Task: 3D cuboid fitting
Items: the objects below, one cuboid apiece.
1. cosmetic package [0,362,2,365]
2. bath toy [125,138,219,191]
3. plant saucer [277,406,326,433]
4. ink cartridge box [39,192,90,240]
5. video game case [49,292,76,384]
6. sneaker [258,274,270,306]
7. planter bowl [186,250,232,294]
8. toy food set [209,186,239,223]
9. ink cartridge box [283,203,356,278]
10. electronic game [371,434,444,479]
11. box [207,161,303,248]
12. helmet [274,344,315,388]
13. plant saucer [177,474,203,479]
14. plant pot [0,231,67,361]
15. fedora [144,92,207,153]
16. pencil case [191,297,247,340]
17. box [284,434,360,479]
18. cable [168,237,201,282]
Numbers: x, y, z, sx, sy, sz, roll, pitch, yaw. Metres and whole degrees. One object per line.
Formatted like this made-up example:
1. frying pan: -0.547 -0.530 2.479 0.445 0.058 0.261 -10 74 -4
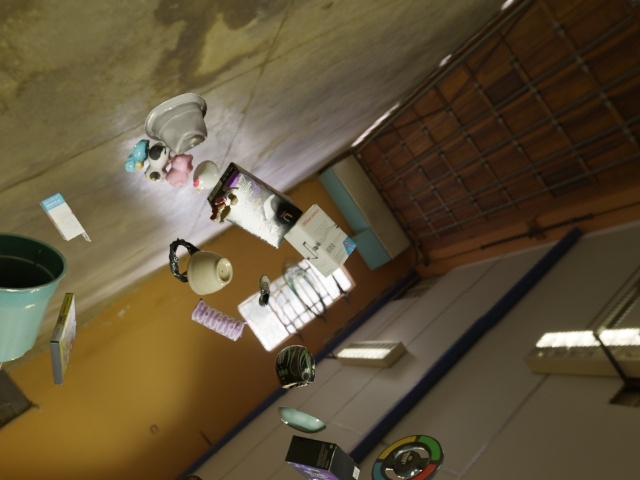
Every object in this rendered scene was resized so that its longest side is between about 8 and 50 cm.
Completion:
1. cosmetic package: -1.280 0.620 1.723 0.385 0.156 0.217 -69 -160 5
2. bath toy: -0.555 -0.265 1.861 0.129 0.348 0.151 -61 164 -48
3. plant saucer: -0.074 0.667 1.799 0.195 0.195 0.037 -32 -152 53
4. ink cartridge box: -0.833 -0.061 1.604 0.061 0.181 0.104 -36 -160 -27
5. video game case: -1.021 0.390 1.957 0.248 0.035 0.275 -102 -154 -47
6. sneaker: -0.227 0.209 2.046 0.052 0.135 0.058 2 171 -22
7. planter bowl: -0.390 0.114 1.785 0.109 0.162 0.162 -6 -166 24
8. toy food set: -0.259 -0.091 1.321 0.078 0.019 0.122 3 -124 30
9. ink cartridge box: 0.000 0.000 1.638 0.086 0.203 0.148 -41 -175 42
10. electronic game: 0.256 0.660 1.457 0.229 0.048 0.229 -26 -171 4
11. box: -0.224 -0.120 1.679 0.165 0.270 0.143 -54 -150 7
12. helmet: -0.105 0.504 1.979 0.169 0.162 0.169 -8 156 -3
13. plant saucer: -0.476 0.897 1.706 0.168 0.029 0.168 -18 -154 9
14. plant pot: -1.068 0.201 1.645 0.334 0.341 0.341 -66 171 20
15. fedora: -0.491 -0.395 1.757 0.243 0.124 0.275 -30 178 -19
16. pencil case: -0.380 0.297 1.840 0.088 0.206 0.086 -65 -177 -24
17. box: 0.013 0.828 1.818 0.184 0.261 0.103 0 -129 31
18. cable: -0.526 0.074 1.878 0.047 0.184 0.151 5 -116 27
